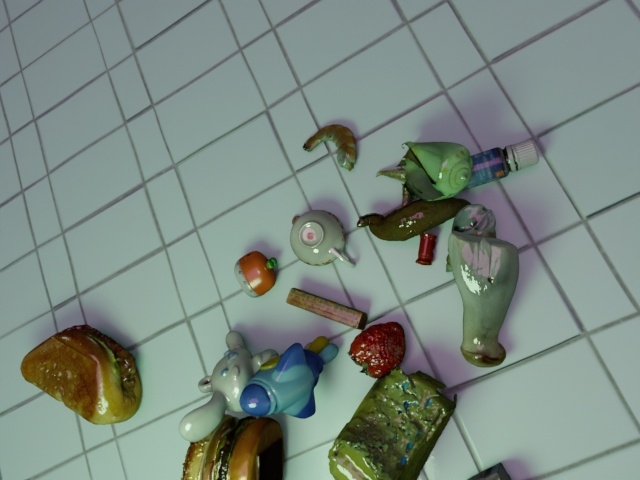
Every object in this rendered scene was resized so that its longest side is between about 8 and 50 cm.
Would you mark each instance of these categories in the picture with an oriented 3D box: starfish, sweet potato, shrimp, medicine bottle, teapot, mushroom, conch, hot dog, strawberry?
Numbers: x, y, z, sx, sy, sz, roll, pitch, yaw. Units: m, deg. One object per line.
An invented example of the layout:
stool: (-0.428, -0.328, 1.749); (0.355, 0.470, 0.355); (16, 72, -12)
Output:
starfish: (0.257, -0.167, 1.426); (0.224, 0.050, 0.216); (11, 92, 27)
sweet potato: (0.244, -0.057, 1.351); (0.310, 0.124, 0.097); (-14, 100, 15)
shrimp: (0.025, -0.266, 1.524); (0.166, 0.049, 0.160); (-13, 73, 19)
medicine bottle: (0.452, -0.198, 1.335); (0.203, 0.083, 0.083); (-18, 74, 15)
teapot: (0.000, 0.000, 1.460); (0.159, 0.116, 0.245); (-44, 74, -4)
mushroom: (0.386, 0.141, 1.241); (0.159, 0.122, 0.328); (8, 105, 32)
conch: (0.387, -0.004, 1.314); (0.116, 0.106, 0.172); (4, 83, 2)
conch: (0.273, -0.177, 1.305); (0.251, 0.137, 0.143); (12, 109, 48)
hot dog: (-0.723, 0.390, 1.597); (0.406, 0.185, 0.223); (20, 88, 22)
strawberry: (0.153, 0.281, 1.332); (0.148, 0.131, 0.131); (-42, 69, 17)

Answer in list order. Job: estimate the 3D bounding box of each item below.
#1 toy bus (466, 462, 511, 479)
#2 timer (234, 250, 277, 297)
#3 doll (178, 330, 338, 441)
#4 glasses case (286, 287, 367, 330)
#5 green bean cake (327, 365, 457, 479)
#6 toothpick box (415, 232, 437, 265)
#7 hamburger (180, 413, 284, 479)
toy bus: (0.445, 0.680, 1.158); (0.138, 0.112, 0.316); (-34, 69, 16)
timer: (-0.180, 0.090, 1.502); (0.136, 0.099, 0.136); (1, 92, 18)
doll: (-0.144, 0.346, 1.329); (0.366, 0.187, 0.375); (-7, 41, 11)
glasses case: (0.018, 0.187, 1.423); (0.218, 0.075, 0.049); (17, 84, 22)
green bean cake: (0.159, 0.443, 1.214); (0.202, 0.285, 0.309); (32, 88, 28)
toothpick box: (0.281, 0.025, 1.374); (0.047, 0.047, 0.083); (8, 84, 21)
hamburger: (-0.228, 0.590, 1.333); (0.225, 0.291, 0.290); (2, 81, 16)
